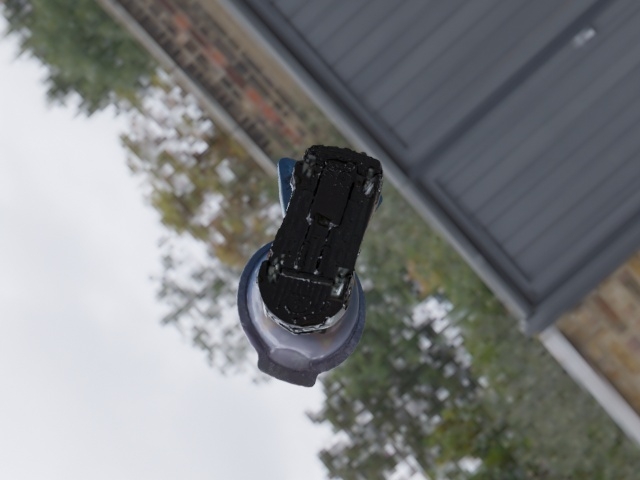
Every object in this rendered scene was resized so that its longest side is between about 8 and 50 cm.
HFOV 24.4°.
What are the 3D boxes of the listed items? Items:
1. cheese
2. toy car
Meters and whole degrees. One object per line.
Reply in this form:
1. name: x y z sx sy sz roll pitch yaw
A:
1. cheese: -0.011 0.033 1.483 0.135 0.052 0.244 20 -120 -13
2. toy car: 0.000 0.000 0.655 0.041 0.093 0.025 13 156 11
